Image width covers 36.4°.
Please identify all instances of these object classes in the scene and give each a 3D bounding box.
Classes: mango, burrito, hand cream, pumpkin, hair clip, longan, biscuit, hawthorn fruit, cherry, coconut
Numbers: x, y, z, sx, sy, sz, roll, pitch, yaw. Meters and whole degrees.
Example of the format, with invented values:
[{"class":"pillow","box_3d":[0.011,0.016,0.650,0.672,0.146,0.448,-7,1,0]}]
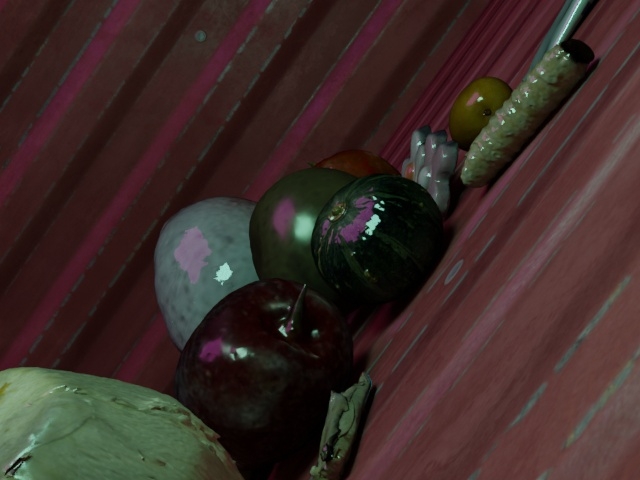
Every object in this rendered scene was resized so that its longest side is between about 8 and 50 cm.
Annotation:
[{"class":"mango","box_3d":[0.227,-0.177,1.395,0.102,0.085,0.184,-56,-1,-4]},{"class":"burrito","box_3d":[0.022,0.196,1.034,0.051,0.042,0.171,-56,6,26]},{"class":"hand cream","box_3d":[0.386,-0.372,1.416,0.320,0.067,0.109,-58,5,10]},{"class":"pumpkin","box_3d":[0.074,-0.003,1.267,0.190,0.146,0.190,-25,47,29]},{"class":"hair clip","box_3d":[0.166,-0.096,1.460,0.257,0.075,0.146,-78,2,-81]},{"class":"longan","box_3d":[0.000,0.000,1.472,0.246,0.215,0.246,-10,21,4]},{"class":"biscuit","box_3d":[0.245,-0.153,1.185,0.061,0.055,0.219,-27,-22,-54]},{"class":"hawthorn fruit","box_3d":[0.049,-0.077,1.671,0.179,0.200,0.179,-32,-32,-24]},{"class":"cherry","box_3d":[-0.140,0.085,1.671,0.291,0.335,0.326,-49,11,45]},{"class":"cherry","box_3d":[-0.074,0.174,1.215,0.230,0.203,0.300,-63,-5,-50]},{"class":"coconut","box_3d":[-0.188,0.294,0.750,0.346,0.360,0.346,-26,24,12]}]

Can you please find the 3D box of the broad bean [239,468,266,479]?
[{"class":"broad bean","box_3d":[-0.104,0.276,1.404,0.325,0.075,0.067,-86,-14,-57]}]
